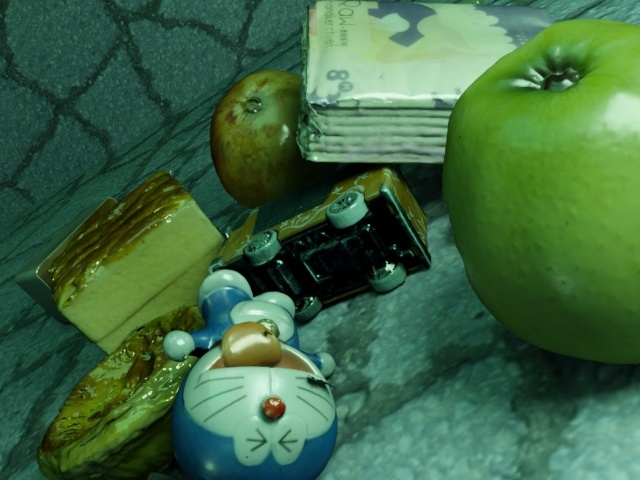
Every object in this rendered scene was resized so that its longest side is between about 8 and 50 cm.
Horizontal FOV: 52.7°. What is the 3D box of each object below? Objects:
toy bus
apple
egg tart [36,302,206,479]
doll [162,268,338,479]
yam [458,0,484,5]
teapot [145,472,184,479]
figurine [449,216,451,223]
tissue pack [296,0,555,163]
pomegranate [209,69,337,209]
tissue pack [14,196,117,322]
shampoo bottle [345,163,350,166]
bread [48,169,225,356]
[{"bbox_3d":[0.000,0.000,0.885,0.275,0.138,0.167,-24,27,22],"label":"toy bus"},{"bbox_3d":[0.232,-0.036,0.540,0.279,0.279,0.279,-29,26,16],"label":"apple"},{"bbox_3d":[-0.224,0.203,0.831,0.290,0.115,0.290,-34,19,14],"label":"egg tart"},{"bbox_3d":[-0.064,0.141,0.675,0.161,0.215,0.257,-58,29,31],"label":"doll"},{"bbox_3d":[0.234,-0.420,1.354,0.259,0.093,0.093,-15,33,37],"label":"yam"},{"bbox_3d":[-0.128,0.299,0.613,0.096,0.087,0.177,-3,36,14],"label":"teapot"},{"bbox_3d":[0.196,-0.044,0.823,0.060,0.047,0.106,10,32,9],"label":"figurine"},{"bbox_3d":[0.143,-0.211,0.846,0.343,0.125,0.242,2,49,-2],"label":"tissue pack"},{"bbox_3d":[-0.069,-0.172,1.169,0.229,0.270,0.252,4,75,20],"label":"pomegranate"},{"bbox_3d":[-0.523,0.046,1.441,0.136,0.159,0.246,-11,36,45],"label":"tissue pack"},{"bbox_3d":[0.069,-0.108,1.077,0.087,0.049,0.234,-3,41,46],"label":"shampoo bottle"},{"bbox_3d":[-0.285,0.048,1.079,0.279,0.207,0.279,-38,26,-5],"label":"bread"}]
